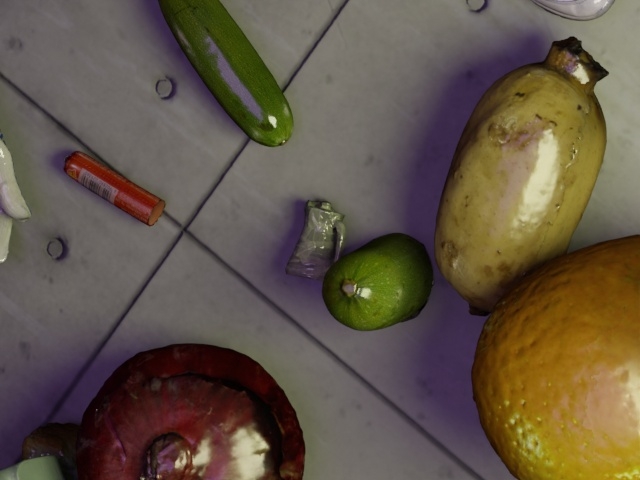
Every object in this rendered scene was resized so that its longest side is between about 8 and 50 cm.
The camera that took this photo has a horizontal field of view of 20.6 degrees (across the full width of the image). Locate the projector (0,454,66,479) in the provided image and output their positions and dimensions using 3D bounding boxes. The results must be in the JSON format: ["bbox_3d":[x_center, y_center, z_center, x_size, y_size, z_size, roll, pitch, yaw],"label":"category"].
[{"bbox_3d":[-0.347,0.366,1.857,0.250,0.108,0.198,-31,77,26],"label":"projector"}]

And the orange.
[{"bbox_3d":[0.314,0.116,1.608,0.196,0.334,0.263,-48,50,51],"label":"orange"}]

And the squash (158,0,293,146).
[{"bbox_3d":[-0.110,-0.203,1.861,0.066,0.066,0.252,-38,80,17],"label":"squash"}]

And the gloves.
[{"bbox_3d":[-0.386,-0.082,1.947,0.119,0.097,0.229,-13,84,24],"label":"gloves"}]

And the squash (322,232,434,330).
[{"bbox_3d":[0.048,0.048,1.757,0.095,0.188,0.095,2,96,18],"label":"squash"}]

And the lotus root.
[{"bbox_3d":[0.195,-0.064,1.714,0.146,0.160,0.284,20,103,-17],"label":"lotus root"}]

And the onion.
[{"bbox_3d":[-0.135,0.227,1.819,0.246,0.190,0.246,-1,80,4],"label":"onion"}]

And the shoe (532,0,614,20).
[{"bbox_3d":[0.181,-0.302,1.720,0.245,0.137,0.095,37,108,14],"label":"shoe"}]

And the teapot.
[{"bbox_3d":[0.000,0.000,1.840,0.067,0.057,0.083,8,88,45],"label":"teapot"}]

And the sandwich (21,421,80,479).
[{"bbox_3d":[-0.224,0.362,1.903,0.254,0.099,0.289,12,98,29],"label":"sandwich"}]

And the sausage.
[{"bbox_3d":[-0.231,-0.060,1.927,0.129,0.034,0.034,30,102,15],"label":"sausage"}]
